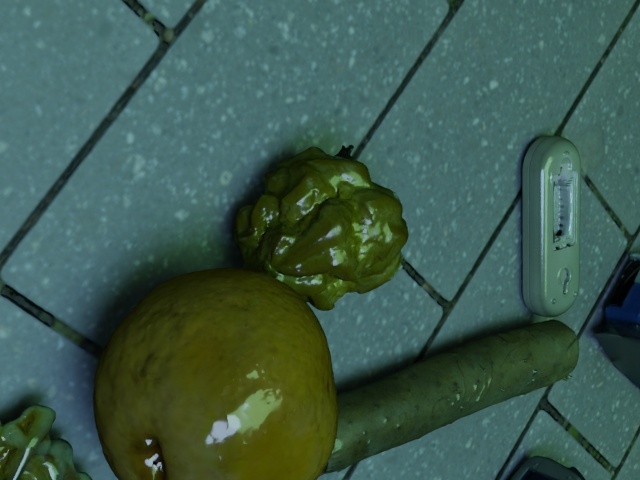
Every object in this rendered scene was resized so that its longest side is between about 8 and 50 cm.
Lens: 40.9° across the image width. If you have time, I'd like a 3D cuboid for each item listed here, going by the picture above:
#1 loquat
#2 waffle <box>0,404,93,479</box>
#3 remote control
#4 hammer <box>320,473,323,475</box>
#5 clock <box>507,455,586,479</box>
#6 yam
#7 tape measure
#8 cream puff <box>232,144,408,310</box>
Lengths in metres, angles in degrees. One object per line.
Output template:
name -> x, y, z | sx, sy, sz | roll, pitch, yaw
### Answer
loquat -> -0.082, 0.127, 0.701 | 0.208, 0.208, 0.208 | -7, 103, -34
waffle -> -0.282, 0.234, 0.667 | 0.223, 0.054, 0.204 | -18, 109, -31
remote control -> 0.278, -0.014, 1.024 | 0.078, 0.042, 0.222 | -13, 106, -34
hammer -> -0.001, 0.236, 0.886 | 0.083, 0.031, 0.053 | -15, 110, -43
clock -> 0.306, 0.403, 1.067 | 0.199, 0.146, 0.243 | -45, 114, -25
yam -> 0.139, 0.160, 0.937 | 0.371, 0.083, 0.083 | -12, 105, -33
tape measure -> 0.531, 0.132, 1.112 | 0.259, 0.262, 0.138 | 39, 66, -35
cream puff -> -0.001, 0.001, 0.780 | 0.156, 0.121, 0.156 | -12, 112, -32
